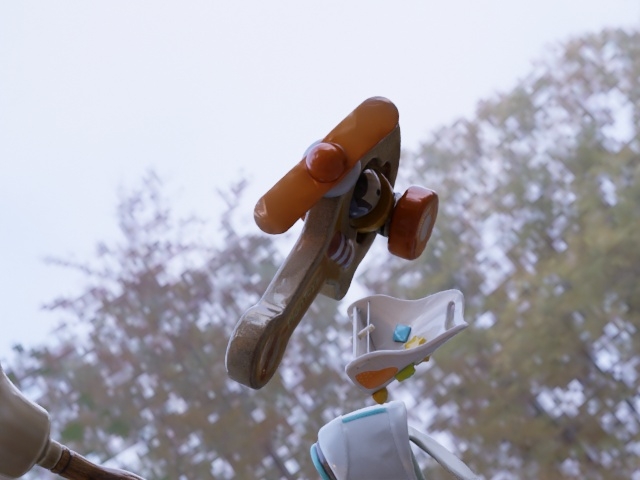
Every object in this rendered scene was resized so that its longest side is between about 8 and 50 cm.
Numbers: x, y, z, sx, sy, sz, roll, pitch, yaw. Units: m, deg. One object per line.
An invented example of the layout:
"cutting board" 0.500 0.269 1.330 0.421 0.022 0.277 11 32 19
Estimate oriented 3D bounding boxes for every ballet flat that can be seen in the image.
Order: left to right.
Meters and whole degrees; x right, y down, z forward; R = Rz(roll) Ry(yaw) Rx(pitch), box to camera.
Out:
"ballet flat" 0.145 0.331 1.769 0.139 0.139 0.400 -36 -69 -2

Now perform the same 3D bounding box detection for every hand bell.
"hand bell" -0.225 0.200 1.457 0.242 0.126 0.126 32 -72 -27

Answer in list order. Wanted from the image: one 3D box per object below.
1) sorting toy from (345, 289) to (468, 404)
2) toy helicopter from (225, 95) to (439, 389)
"sorting toy" 0.057 0.059 1.018 0.075 0.083 0.045 -29 -70 14
"toy helicopter" 0.000 0.000 1.705 0.355 0.140 0.235 -58 -20 -33
